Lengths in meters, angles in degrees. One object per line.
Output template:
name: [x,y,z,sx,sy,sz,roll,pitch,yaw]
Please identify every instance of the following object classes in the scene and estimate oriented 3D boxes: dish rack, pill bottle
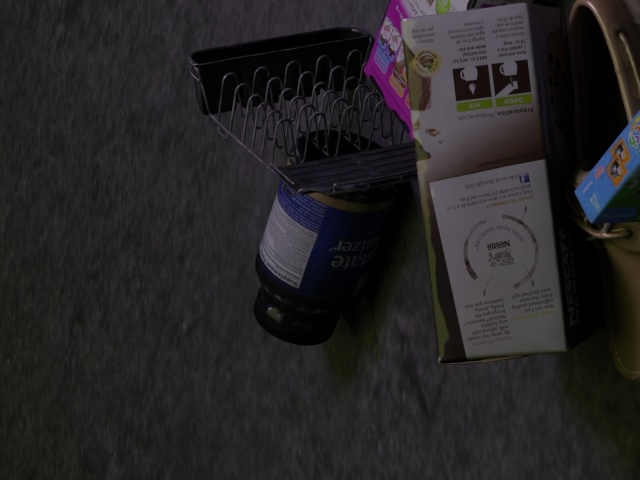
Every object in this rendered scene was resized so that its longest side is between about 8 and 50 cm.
dish rack: [0.005,-0.130,2.041,0.271,0.208,0.074,44,140,51]
pill bottle: [0.000,0.000,2.128,0.123,0.123,0.219,56,138,44]

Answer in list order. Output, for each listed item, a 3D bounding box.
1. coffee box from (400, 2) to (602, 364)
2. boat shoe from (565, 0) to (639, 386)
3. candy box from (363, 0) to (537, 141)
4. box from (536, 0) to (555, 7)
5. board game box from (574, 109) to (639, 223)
coffee box: [0.160,-0.051,1.732,0.119,0.168,0.297,-6,92,18]
boat shoe: [0.256,-0.040,1.676,0.122,0.110,0.341,-8,84,61]
candy box: [0.133,-0.223,1.898,0.233,0.071,0.159,-69,28,27]
box: [0.197,-0.188,1.872,0.083,0.018,0.067,-46,52,52]
board game box: [0.314,-0.090,1.520,0.211,0.160,0.039,-58,44,45]
